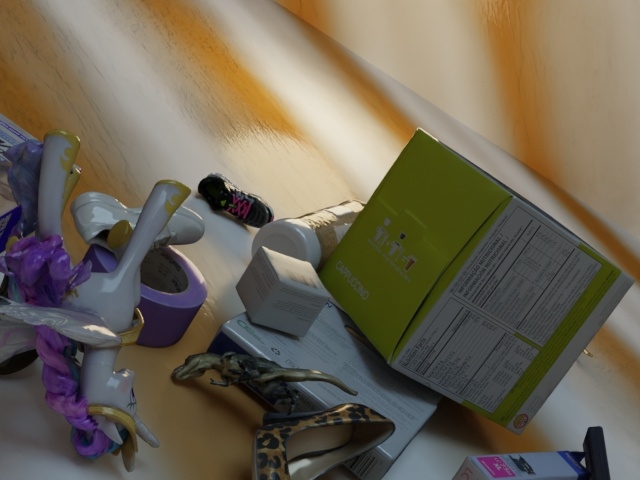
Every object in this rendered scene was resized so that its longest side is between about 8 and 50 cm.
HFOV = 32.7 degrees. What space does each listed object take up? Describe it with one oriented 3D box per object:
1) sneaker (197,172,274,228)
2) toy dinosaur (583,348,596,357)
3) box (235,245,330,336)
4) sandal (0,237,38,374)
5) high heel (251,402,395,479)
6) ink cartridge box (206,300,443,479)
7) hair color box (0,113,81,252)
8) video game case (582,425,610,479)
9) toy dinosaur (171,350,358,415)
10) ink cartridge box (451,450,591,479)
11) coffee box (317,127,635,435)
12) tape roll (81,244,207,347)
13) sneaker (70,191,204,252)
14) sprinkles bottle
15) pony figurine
[{"bbox_3d":[-0.169,-0.073,2.095,0.170,0.063,0.075,34,21,16],"label":"sneaker"},{"bbox_3d":[0.552,0.210,2.518,0.211,0.064,0.112,32,38,21],"label":"toy dinosaur"},{"bbox_3d":[-0.060,0.080,1.704,0.101,0.087,0.102,20,22,-33],"label":"box"},{"bbox_3d":[-0.397,0.089,1.423,0.090,0.060,0.219,23,42,-24],"label":"sandal"},{"bbox_3d":[0.007,0.285,1.441,0.186,0.093,0.261,-2,17,4],"label":"high heel"},{"bbox_3d":[0.020,0.215,1.741,0.324,0.071,0.330,37,19,11],"label":"ink cartridge box"},{"bbox_3d":[-0.507,-0.076,1.574,0.185,0.110,0.339,34,23,0],"label":"hair color box"},{"bbox_3d":[0.430,0.396,1.672,0.274,0.026,0.196,50,34,-70],"label":"video game case"},{"bbox_3d":[-0.075,0.193,1.523,0.268,0.064,0.118,11,6,-2],"label":"toy dinosaur"},{"bbox_3d":[0.267,0.387,1.554,0.311,0.185,0.065,8,29,-48],"label":"ink cartridge box"},{"bbox_3d":[0.257,0.065,1.901,0.334,0.338,0.337,30,10,-32],"label":"coffee box"},{"bbox_3d":[-0.269,0.068,1.633,0.189,0.080,0.189,28,23,-13],"label":"tape roll"},{"bbox_3d":[-0.263,-0.006,1.610,0.212,0.080,0.094,8,44,-34],"label":"sneaker"},{"bbox_3d":[0.000,0.000,2.093,0.121,0.121,0.355,39,22,15],"label":"sprinkles bottle"},{"bbox_3d":[-0.305,0.068,1.273,0.351,0.303,0.363,25,61,-47],"label":"pony figurine"}]
